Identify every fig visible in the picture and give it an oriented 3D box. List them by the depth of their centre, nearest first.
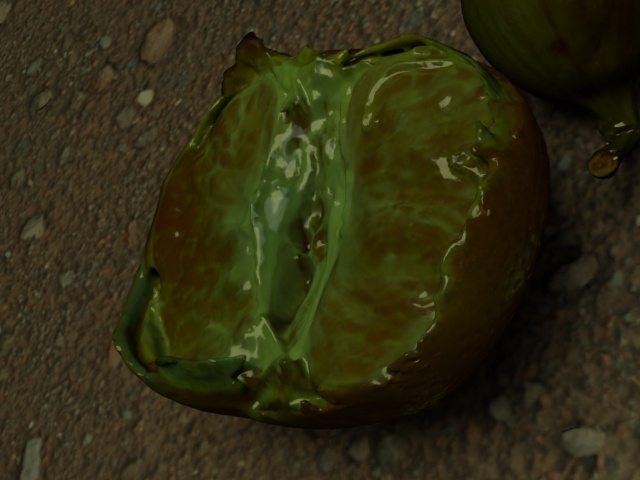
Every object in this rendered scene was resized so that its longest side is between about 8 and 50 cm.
[{"bbox_3d":[0.184,-0.152,0.734,0.142,0.148,0.186,-34,90,3],"label":"fig"}]

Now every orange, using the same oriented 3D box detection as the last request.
[{"bbox_3d":[0.006,0.006,0.740,0.335,0.196,0.262,-5,50,31],"label":"orange"}]
